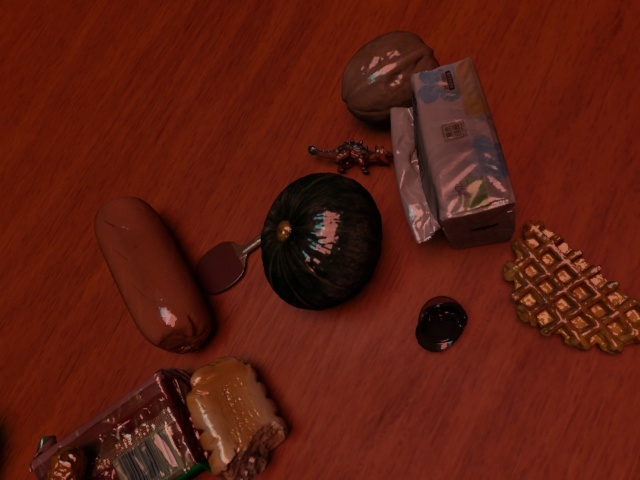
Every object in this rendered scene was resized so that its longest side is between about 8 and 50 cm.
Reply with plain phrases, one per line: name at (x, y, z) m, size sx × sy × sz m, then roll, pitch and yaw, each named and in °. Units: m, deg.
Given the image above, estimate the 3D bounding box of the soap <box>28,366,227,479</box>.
soap at (-0.293, 0.339, 0.671) m, size 0.273 × 0.098 × 0.217 m, roll -36°, pitch 66°, yaw 4°

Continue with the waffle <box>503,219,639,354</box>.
waffle at (0.349, 0.064, 0.590) m, size 0.192 × 0.046 × 0.160 m, roll 15°, pitch 78°, yaw 20°

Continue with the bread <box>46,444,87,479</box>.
bread at (-0.362, 0.369, 0.604) m, size 0.052 × 0.044 × 0.157 m, roll 2°, pitch 76°, yaw 8°

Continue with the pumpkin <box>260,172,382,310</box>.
pumpkin at (0.000, 0.001, 0.662) m, size 0.212 × 0.152 × 0.211 m, roll -32°, pitch 47°, yaw 41°

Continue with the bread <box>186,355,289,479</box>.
bread at (-0.125, 0.259, 0.644) m, size 0.119 × 0.084 × 0.177 m, roll -18°, pitch 61°, yaw -28°

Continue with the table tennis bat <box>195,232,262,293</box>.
table tennis bat at (-0.157, 0.033, 0.777) m, size 0.157 × 0.013 × 0.087 m, roll -36°, pitch 64°, yaw 5°

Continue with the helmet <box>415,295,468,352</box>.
helmet at (0.170, 0.114, 0.628) m, size 0.065 × 0.049 × 0.084 m, roll 26°, pitch 111°, yaw -8°

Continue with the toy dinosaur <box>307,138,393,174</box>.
toy dinosaur at (0.050, -0.147, 0.750) m, size 0.154 × 0.049 × 0.055 m, roll 10°, pitch 78°, yaw 15°

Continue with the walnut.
walnut at (0.115, -0.266, 0.724) m, size 0.162 × 0.140 × 0.140 m, roll -29°, pitch 66°, yaw 21°

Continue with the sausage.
sausage at (-0.289, 0.058, 0.750) m, size 0.121 × 0.121 × 0.304 m, roll -39°, pitch 65°, yaw 2°

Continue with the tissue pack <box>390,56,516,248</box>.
tissue pack at (0.184, -0.112, 0.640) m, size 0.145 × 0.159 × 0.229 m, roll -13°, pitch 69°, yaw 18°
